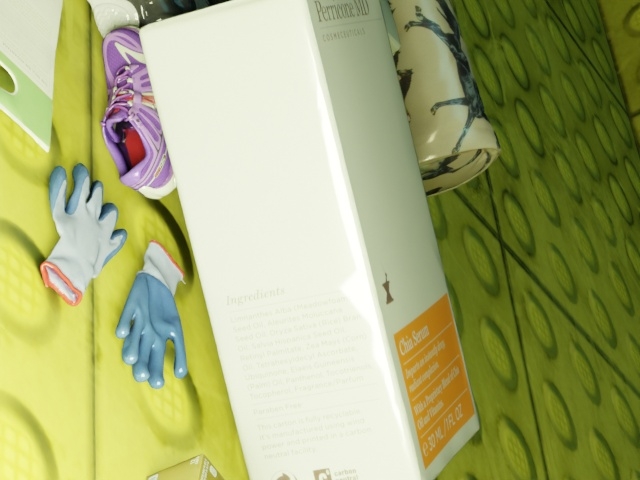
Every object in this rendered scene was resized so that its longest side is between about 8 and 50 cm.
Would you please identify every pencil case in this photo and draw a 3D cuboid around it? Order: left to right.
[{"bbox_3d":[0.083,-0.246,2.128,0.160,0.183,0.410,-2,71,-61],"label":"pencil case"}]

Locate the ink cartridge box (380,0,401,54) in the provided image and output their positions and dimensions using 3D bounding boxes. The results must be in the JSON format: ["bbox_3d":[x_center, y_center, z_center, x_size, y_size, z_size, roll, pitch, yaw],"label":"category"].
[{"bbox_3d":[-0.028,-0.261,1.909,0.208,0.153,0.087,41,31,-49],"label":"ink cartridge box"}]

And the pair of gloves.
[{"bbox_3d":[-0.170,0.032,1.436,0.198,0.023,0.159,52,26,-29],"label":"pair of gloves"}]

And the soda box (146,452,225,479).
[{"bbox_3d":[-0.108,0.250,1.297,0.061,0.058,0.181,55,24,-27],"label":"soda box"}]

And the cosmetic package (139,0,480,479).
[{"bbox_3d":[0.000,0.000,1.563,0.230,0.162,0.453,-30,107,-69],"label":"cosmetic package"}]

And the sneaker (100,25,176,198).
[{"bbox_3d":[-0.168,-0.122,1.547,0.071,0.068,0.170,18,51,-55],"label":"sneaker"}]

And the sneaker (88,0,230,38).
[{"bbox_3d":[-0.166,-0.257,1.656,0.268,0.101,0.153,68,20,-11],"label":"sneaker"}]

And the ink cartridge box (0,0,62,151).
[{"bbox_3d":[-0.280,-0.193,1.372,0.171,0.056,0.235,46,32,-41],"label":"ink cartridge box"}]
